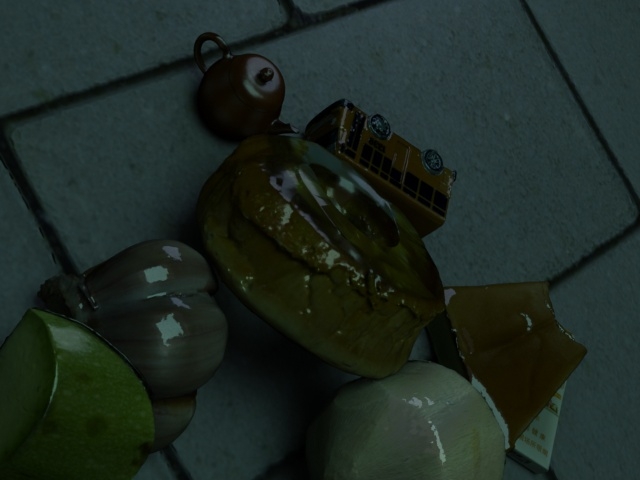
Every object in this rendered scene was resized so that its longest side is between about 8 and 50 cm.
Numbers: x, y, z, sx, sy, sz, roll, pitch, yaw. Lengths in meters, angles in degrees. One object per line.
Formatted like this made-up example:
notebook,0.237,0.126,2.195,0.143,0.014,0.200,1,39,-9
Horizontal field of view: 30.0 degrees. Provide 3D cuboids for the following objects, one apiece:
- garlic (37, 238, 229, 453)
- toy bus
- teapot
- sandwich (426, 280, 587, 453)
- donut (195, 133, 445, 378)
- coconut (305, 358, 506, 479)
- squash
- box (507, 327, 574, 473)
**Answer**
garlic,-0.178,0.108,1.262,0.191,0.160,0.214,-4,68,-33
toy bus,0.071,-0.087,1.586,0.201,0.098,0.114,31,53,-23
teapot,-0.095,-0.191,1.503,0.173,0.116,0.116,50,48,-5
sandwich,0.264,0.171,1.584,0.212,0.063,0.245,-3,64,-24
donut,0.000,0.000,1.367,0.330,0.160,0.330,28,22,-12
coconut,0.086,0.251,1.363,0.234,0.224,0.224,-30,88,-42
squash,-0.249,0.185,1.150,0.184,0.085,0.192,32,94,-13
box,0.285,0.197,1.649,0.122,0.032,0.220,32,53,-18
